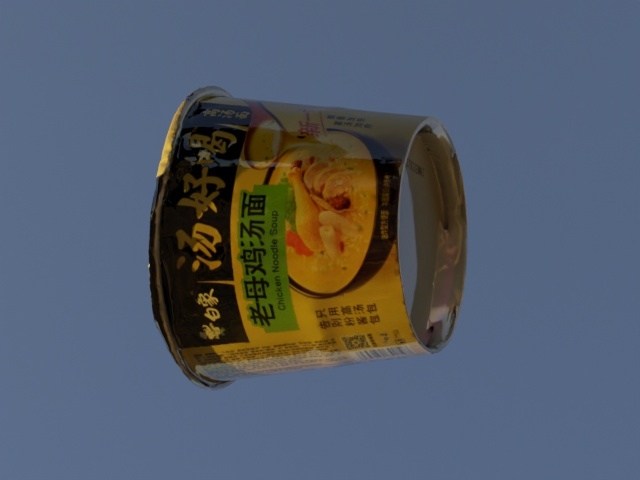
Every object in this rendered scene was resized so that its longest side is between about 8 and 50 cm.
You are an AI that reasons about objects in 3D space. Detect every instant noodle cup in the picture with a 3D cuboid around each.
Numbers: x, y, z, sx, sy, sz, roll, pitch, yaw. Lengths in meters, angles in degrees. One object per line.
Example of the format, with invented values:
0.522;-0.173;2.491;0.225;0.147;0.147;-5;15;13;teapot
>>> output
0.000;0.000;0.930;0.122;0.151;0.151;1;-61;19;instant noodle cup
